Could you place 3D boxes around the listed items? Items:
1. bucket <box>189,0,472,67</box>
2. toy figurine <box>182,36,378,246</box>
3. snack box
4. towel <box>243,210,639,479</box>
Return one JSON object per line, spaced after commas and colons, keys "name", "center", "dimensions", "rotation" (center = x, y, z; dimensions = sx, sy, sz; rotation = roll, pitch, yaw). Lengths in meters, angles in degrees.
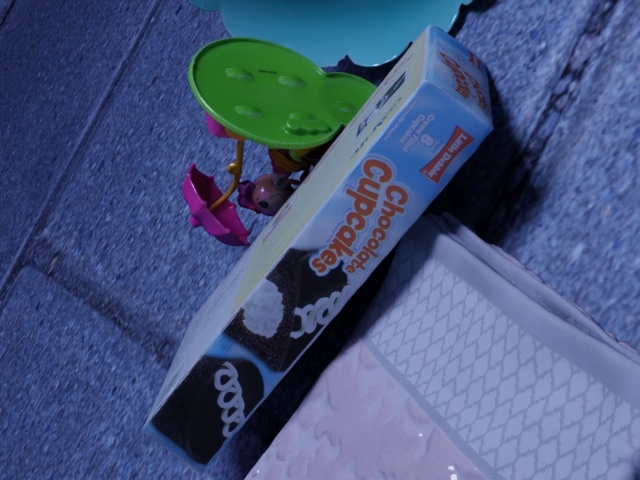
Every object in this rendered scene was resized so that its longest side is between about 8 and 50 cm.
{"name": "bucket", "center": [0.010, -0.297, 1.042], "dimensions": [0.281, 0.281, 0.183], "rotation": [-35, 27, 42]}
{"name": "toy figurine", "center": [-0.046, -0.065, 1.075], "dimensions": [0.159, 0.173, 0.130], "rotation": [116, 148, -41]}
{"name": "snack box", "center": [0.000, 0.000, 0.930], "dimensions": [0.322, 0.060, 0.187], "rotation": [-51, 9, 20]}
{"name": "towel", "center": [0.050, 0.158, 0.751], "dimensions": [0.317, 0.053, 0.332], "rotation": [-58, 25, 5]}
